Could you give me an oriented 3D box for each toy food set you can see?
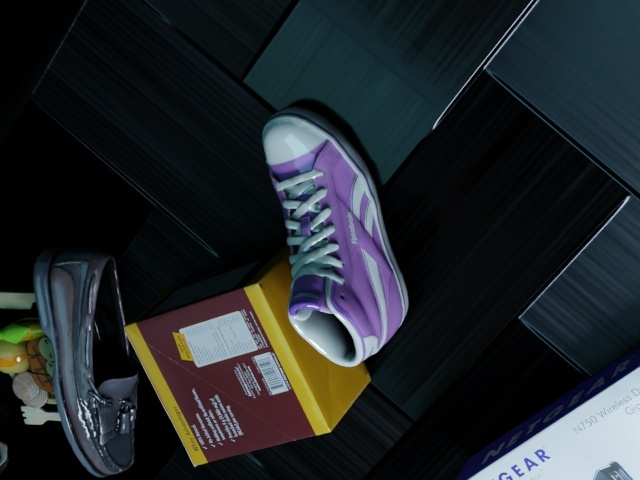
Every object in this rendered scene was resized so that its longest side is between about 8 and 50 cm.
[{"bbox_3d":[-0.362,0.158,1.887,0.132,0.038,0.192,-2,112,25],"label":"toy food set"}]

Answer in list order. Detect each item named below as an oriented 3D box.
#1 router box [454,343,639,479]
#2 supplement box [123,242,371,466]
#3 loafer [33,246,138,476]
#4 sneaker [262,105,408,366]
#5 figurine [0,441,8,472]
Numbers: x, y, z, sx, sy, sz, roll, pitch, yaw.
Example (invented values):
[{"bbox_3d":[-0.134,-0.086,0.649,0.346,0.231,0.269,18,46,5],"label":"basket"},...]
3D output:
[{"bbox_3d":[0.357,0.290,1.590,0.301,0.082,0.335,48,123,-2],"label":"router box"},{"bbox_3d":[-0.082,0.130,1.692,0.194,0.129,0.191,-18,104,30],"label":"supplement box"},{"bbox_3d":[-0.270,0.151,1.806,0.095,0.109,0.302,-6,107,22],"label":"loafer"},{"bbox_3d":[0.001,0.000,1.579,0.102,0.161,0.282,-21,101,32],"label":"sneaker"},{"bbox_3d":[-0.548,0.326,2.025,0.215,0.092,0.209,31,126,10],"label":"figurine"}]
